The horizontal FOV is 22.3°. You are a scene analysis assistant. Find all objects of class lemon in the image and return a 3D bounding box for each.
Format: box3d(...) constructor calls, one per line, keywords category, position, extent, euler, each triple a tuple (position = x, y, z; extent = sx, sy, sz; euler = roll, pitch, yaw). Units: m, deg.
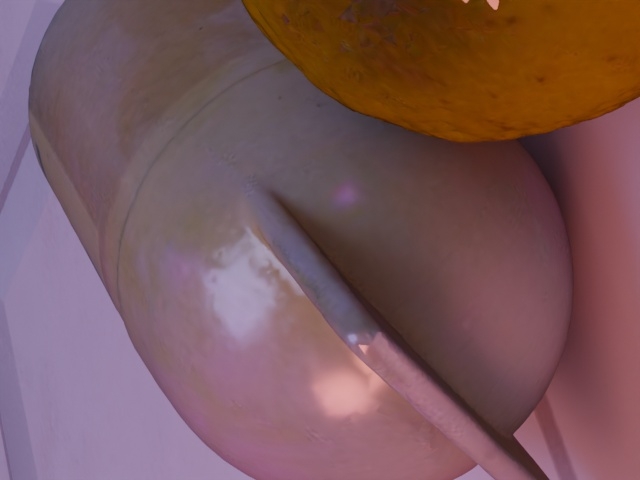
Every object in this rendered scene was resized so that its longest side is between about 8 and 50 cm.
box3d(category="lemon", position=(0.084, -0.174, 0.713), extent=(0.310, 0.254, 0.253), euler=(-26, 68, 51))

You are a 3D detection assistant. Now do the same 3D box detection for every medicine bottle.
box3d(category="medicine bottle", position=(0.000, 0.000, 0.897), extent=(0.406, 0.236, 0.235), euler=(53, 136, 51))
